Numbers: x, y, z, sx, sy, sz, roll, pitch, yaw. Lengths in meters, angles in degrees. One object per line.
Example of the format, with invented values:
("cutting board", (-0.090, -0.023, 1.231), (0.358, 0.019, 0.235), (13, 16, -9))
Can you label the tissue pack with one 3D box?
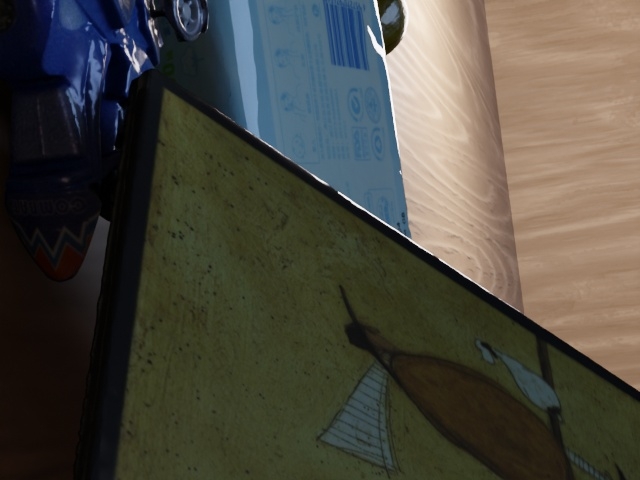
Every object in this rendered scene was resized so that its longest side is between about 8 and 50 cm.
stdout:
("tissue pack", (-0.024, -0.039, 0.675), (0.177, 0.089, 0.263), (-7, 90, -58))

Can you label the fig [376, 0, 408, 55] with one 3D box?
("fig", (0.037, -0.191, 1.096), (0.088, 0.074, 0.074), (-56, 143, -32))

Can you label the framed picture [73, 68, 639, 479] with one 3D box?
("framed picture", (0.052, 0.104, 0.473), (0.338, 0.014, 0.255), (32, 39, -31))

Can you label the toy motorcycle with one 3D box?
("toy motorcycle", (-0.104, -0.095, 0.485), (0.114, 0.076, 0.205), (-45, 128, -62))
